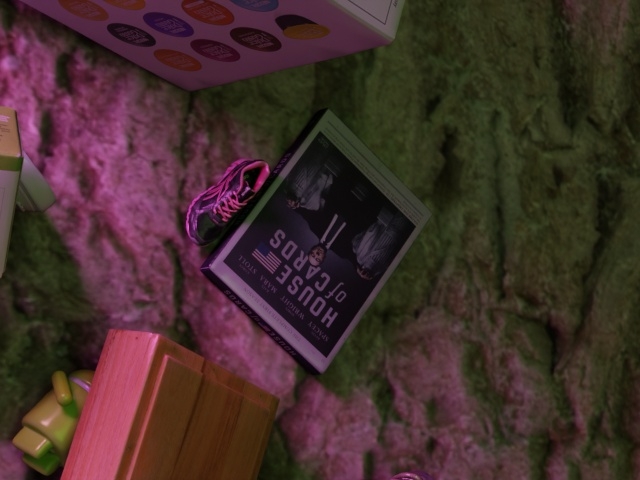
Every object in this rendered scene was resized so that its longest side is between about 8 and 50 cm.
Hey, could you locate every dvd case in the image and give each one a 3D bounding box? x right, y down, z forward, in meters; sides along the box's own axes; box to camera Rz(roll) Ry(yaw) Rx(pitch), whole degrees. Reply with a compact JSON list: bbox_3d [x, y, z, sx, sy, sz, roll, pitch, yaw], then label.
[{"bbox_3d":[0.000,0.000,1.623,0.179,0.029,0.239,44,64,-18],"label":"dvd case"}]

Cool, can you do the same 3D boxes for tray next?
[{"bbox_3d":[-0.173,0.312,1.411,0.203,0.076,0.411,35,66,-48],"label":"tray"}]

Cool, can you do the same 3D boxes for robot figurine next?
[{"bbox_3d":[-0.241,0.172,1.433,0.115,0.067,0.101,-45,133,-29],"label":"robot figurine"}]

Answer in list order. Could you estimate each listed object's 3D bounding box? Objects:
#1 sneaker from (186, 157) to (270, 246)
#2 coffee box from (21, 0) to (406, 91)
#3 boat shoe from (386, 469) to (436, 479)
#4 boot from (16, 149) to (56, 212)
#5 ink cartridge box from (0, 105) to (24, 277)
[{"bbox_3d":[-0.094,-0.044,1.556,0.047,0.057,0.119,46,65,-20],"label":"sneaker"},{"bbox_3d":[-0.109,-0.378,1.402,0.334,0.337,0.338,27,70,-35],"label":"coffee box"},{"bbox_3d":[0.081,0.318,1.589,0.355,0.132,0.130,22,61,-35],"label":"boat shoe"},{"bbox_3d":[-0.374,-0.095,1.388,0.123,0.095,0.258,-45,104,-14],"label":"boot"},{"bbox_3d":[-0.382,0.004,1.334,0.188,0.097,0.255,6,119,-18],"label":"ink cartridge box"}]
